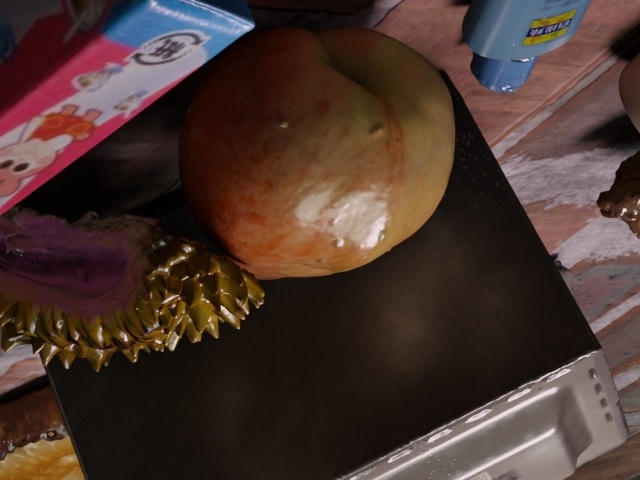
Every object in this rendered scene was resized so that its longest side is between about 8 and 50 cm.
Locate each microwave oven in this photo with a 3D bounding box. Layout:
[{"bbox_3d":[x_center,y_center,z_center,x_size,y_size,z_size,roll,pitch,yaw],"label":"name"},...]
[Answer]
[{"bbox_3d":[0.010,0.119,1.550,0.432,0.374,0.236,-27,149,4],"label":"microwave oven"}]

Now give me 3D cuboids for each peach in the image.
[{"bbox_3d":[-0.008,-0.054,1.346,0.232,0.232,0.232,-19,159,-8],"label":"peach"}]

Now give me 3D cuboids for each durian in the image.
[{"bbox_3d":[-0.169,0.050,1.379,0.341,0.112,0.191,1,158,42],"label":"durian"}]

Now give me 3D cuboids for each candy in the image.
[{"bbox_3d":[-0.198,-0.120,1.067,0.306,0.157,0.100,-33,157,27],"label":"candy"}]

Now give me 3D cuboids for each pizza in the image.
[{"bbox_3d":[-0.196,0.192,1.956,0.392,0.080,0.435,-36,157,33],"label":"pizza"}]

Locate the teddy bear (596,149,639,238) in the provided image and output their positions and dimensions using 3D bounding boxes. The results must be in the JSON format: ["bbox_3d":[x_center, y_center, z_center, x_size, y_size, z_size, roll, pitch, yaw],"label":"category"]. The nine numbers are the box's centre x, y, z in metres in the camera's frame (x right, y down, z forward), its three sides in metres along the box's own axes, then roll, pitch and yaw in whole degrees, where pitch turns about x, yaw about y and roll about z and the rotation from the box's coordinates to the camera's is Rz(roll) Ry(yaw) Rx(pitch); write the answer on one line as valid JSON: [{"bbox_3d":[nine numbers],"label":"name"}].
[{"bbox_3d":[0.446,-0.113,1.774,0.246,0.222,0.296,30,82,-57],"label":"teddy bear"}]

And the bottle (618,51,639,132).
[{"bbox_3d":[0.396,-0.171,1.564,0.147,0.147,0.236,3,141,-48],"label":"bottle"}]

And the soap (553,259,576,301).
[{"bbox_3d":[0.115,0.230,2.176,0.350,0.213,0.435,-13,159,-24],"label":"soap"}]

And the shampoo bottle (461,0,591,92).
[{"bbox_3d":[0.172,-0.200,1.374,0.104,0.061,0.258,-15,159,-15],"label":"shampoo bottle"}]

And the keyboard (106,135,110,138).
[{"bbox_3d":[-0.141,-0.143,1.266,0.087,0.017,0.250,-6,153,-34],"label":"keyboard"}]
